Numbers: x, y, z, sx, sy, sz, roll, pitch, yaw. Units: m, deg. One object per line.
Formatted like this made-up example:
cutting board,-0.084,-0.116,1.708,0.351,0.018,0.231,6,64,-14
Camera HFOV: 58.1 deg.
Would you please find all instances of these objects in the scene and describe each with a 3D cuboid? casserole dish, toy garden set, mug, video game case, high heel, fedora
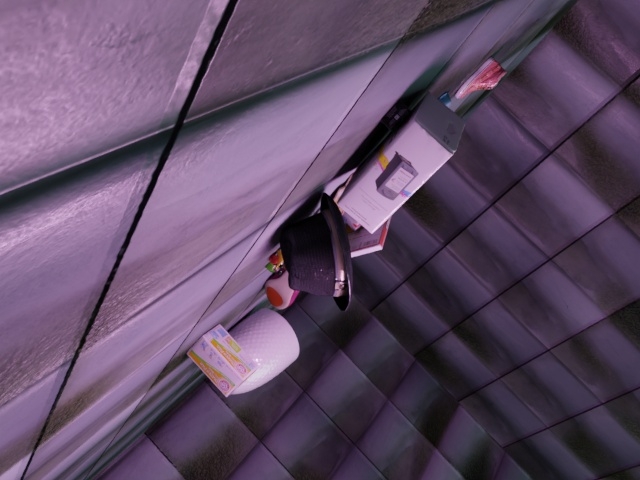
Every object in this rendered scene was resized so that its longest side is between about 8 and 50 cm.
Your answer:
casserole dish,0.355,-0.396,1.853,0.114,0.037,0.188,-39,173,-43
toy garden set,-0.064,0.014,1.759,0.244,0.049,0.204,-44,175,-4
mug,-0.331,0.485,2.458,0.374,0.276,0.328,-5,-159,46
video game case,0.169,-0.058,2.120,0.204,0.025,0.285,-17,-141,38
high heel,-0.077,0.118,2.044,0.181,0.127,0.377,-36,170,-34
fedora,-0.021,0.041,1.492,0.152,0.334,0.334,-10,168,-9

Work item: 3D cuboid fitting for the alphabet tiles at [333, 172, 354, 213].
alphabet tiles,0.061,-0.112,1.724,0.237,0.009,0.198,-59,168,28

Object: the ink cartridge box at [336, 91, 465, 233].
ink cartridge box,0.200,-0.196,1.445,0.306,0.131,0.226,-48,-173,35

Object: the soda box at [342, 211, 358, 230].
soda box,0.123,-0.109,1.979,0.091,0.098,0.286,-44,176,-4

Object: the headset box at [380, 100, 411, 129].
headset box,0.178,-0.289,1.340,0.062,0.032,0.083,-46,175,16

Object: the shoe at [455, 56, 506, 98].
shoe,0.554,-0.541,1.987,0.178,0.081,0.063,-46,175,12

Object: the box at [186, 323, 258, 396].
box,-0.326,0.401,1.930,0.103,0.203,0.114,-47,174,25
